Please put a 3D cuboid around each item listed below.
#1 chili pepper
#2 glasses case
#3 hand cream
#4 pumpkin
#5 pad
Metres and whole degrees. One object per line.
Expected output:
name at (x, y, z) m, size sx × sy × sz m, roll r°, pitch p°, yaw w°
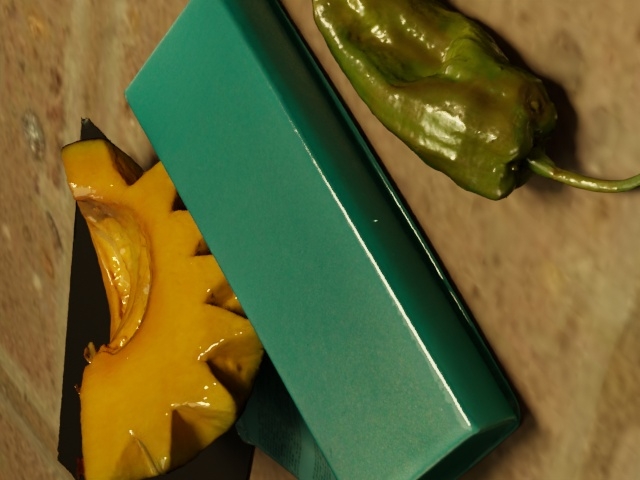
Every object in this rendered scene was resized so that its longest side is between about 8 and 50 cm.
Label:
chili pepper at (0.066, -0.068, 0.821) m, size 0.204 × 0.072 × 0.073 m, roll 50°, pitch 152°, yaw 25°
glasses case at (0.001, -0.001, 0.963) m, size 0.117 × 0.070 × 0.301 m, roll -46°, pitch 65°, yaw 43°
hand cream at (0.005, 0.134, 1.050) m, size 0.224 × 0.048 × 0.083 m, roll 33°, pitch 133°, yaw 50°
pumpkin at (-0.083, 0.058, 1.092) m, size 0.149 × 0.130 × 0.254 m, roll 62°, pitch -166°, yaw -56°
pad at (-0.126, 0.119, 1.271) m, size 0.247 × 0.007 × 0.367 m, roll 44°, pitch 140°, yaw 35°
